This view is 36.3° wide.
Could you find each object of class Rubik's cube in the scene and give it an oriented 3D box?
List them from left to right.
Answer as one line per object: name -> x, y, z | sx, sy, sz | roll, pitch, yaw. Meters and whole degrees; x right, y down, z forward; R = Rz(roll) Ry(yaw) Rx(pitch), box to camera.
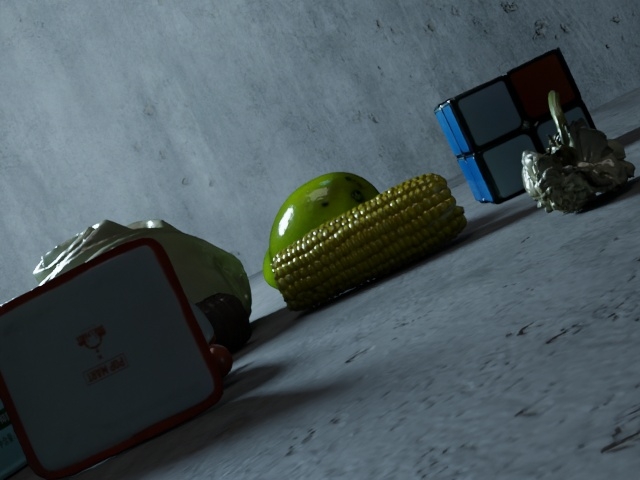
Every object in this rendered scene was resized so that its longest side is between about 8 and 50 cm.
Rubik's cube -> 0.289, -0.165, 1.450 | 0.180, 0.167, 0.183 | -26, 4, 3

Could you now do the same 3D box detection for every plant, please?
plant -> 0.239, -0.088, 0.929 | 0.104, 0.122, 0.116 | -14, -2, 13

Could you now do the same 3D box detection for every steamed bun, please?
steamed bun -> -0.261, 0.080, 1.342 | 0.310, 0.219, 0.324 | -25, 2, 25

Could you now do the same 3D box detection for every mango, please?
mango -> 0.000, 0.000, 1.390 | 0.175, 0.143, 0.293 | -34, -5, -25

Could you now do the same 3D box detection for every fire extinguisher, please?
fire extinguisher -> -0.191, 0.132, 1.093 | 0.267, 0.072, 0.089 | -28, -31, -43

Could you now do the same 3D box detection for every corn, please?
corn -> 0.056, 0.003, 1.183 | 0.244, 0.093, 0.093 | -28, 2, 9

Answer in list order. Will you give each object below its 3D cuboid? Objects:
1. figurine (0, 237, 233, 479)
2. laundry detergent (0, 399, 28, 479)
figurine -> -0.174, 0.108, 0.932 | 0.183, 0.160, 0.226 | -26, -7, 5
laundry detergent -> -0.498, 0.160, 1.086 | 0.287, 0.305, 0.287 | -26, 3, 1
